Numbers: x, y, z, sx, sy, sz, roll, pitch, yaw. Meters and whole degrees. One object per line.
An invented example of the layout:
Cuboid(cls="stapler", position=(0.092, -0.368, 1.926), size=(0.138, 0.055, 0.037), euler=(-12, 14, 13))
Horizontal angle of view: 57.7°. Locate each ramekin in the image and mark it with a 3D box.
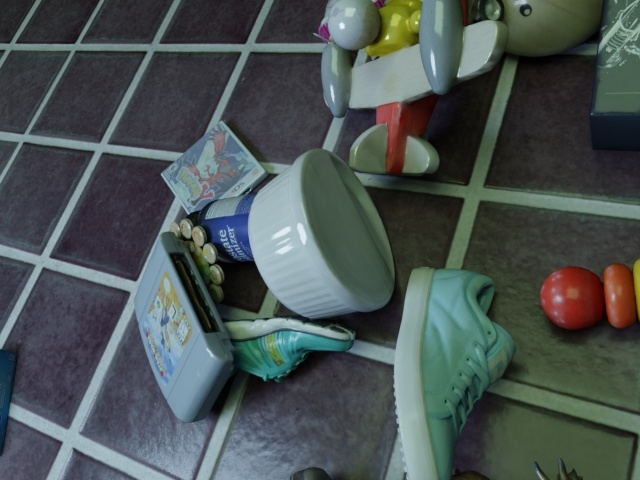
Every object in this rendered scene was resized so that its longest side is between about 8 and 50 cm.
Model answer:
Cuboid(cls="ramekin", position=(0.000, 0.000, 0.926), size=(0.127, 0.272, 0.273), euler=(-24, 57, 27))

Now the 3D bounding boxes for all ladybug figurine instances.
Cuboid(cls="ladybug figurine", position=(0.384, -0.547, 1.075), size=(0.304, 0.162, 0.450), euler=(-18, 59, 16))

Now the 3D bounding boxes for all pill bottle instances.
Cuboid(cls="pill bottle", position=(-0.149, -0.021, 1.069), size=(0.219, 0.122, 0.123), euler=(-7, 62, 36))

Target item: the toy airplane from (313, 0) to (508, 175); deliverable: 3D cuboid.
Cuboid(cls="toy airplane", position=(0.119, -0.294, 0.977), size=(0.386, 0.272, 0.385), euler=(-45, 34, 35))

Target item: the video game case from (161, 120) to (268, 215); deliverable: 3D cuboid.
Cuboid(cls="video game case", position=(-0.229, -0.140, 1.233), size=(0.183, 0.023, 0.201), euler=(-41, 56, 1))

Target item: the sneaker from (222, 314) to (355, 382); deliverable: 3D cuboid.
Cuboid(cls="sneaker", position=(-0.066, 0.182, 0.972), size=(0.275, 0.107, 0.110), euler=(-9, 80, 26))

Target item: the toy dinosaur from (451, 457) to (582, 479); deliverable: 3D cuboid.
Cuboid(cls="toy dinosaur", position=(0.216, 0.327, 0.694), size=(0.295, 0.200, 0.127), euler=(-4, 64, 23))

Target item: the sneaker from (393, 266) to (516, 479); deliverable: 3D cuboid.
Cuboid(cls="sneaker", position=(0.185, 0.163, 0.777), size=(0.149, 0.135, 0.366), euler=(-5, 42, 18))

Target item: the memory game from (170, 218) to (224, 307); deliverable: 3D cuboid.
Cuboid(cls="memory game", position=(-0.236, 0.049, 1.074), size=(0.012, 0.186, 0.186), euler=(-21, 43, -41))

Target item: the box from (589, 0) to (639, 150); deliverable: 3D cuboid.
Cuboid(cls="box", position=(0.578, -0.292, 0.807), size=(0.342, 0.179, 0.313), euler=(6, 86, 27))

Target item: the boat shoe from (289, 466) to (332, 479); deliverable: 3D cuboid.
Cuboid(cls="boat shoe", position=(-0.038, 0.491, 0.770), size=(0.130, 0.132, 0.356), euler=(-10, 61, 19))

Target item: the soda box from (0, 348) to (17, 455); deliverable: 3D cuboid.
Cuboid(cls="soda box", position=(-0.683, 0.329, 1.178), size=(0.071, 0.067, 0.210), euler=(-15, 60, 17))

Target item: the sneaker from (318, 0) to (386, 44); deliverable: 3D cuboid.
Cuboid(cls="sneaker", position=(0.111, -0.505, 1.214), size=(0.252, 0.103, 0.111), euler=(-12, 63, 18))

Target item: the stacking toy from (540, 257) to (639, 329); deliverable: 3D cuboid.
Cuboid(cls="stacking toy", position=(0.465, 0.068, 0.767), size=(0.330, 0.141, 0.141), euler=(-6, 63, 29))

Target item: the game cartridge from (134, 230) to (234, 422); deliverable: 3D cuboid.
Cuboid(cls="game cartridge", position=(-0.250, 0.154, 1.020), size=(0.198, 0.062, 0.297), euler=(-57, 49, 28))
